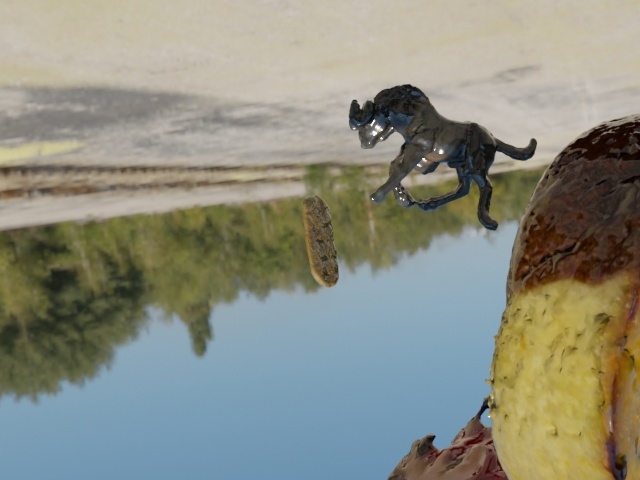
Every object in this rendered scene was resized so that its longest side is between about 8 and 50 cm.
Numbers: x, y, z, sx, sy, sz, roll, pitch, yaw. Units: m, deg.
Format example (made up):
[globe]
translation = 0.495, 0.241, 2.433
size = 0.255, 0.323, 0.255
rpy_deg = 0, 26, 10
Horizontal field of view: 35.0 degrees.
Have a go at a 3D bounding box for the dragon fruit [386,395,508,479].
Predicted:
[dragon fruit]
translation = 0.141, 0.324, 0.909
size = 0.386, 0.249, 0.371
rpy_deg = -34, -147, 30

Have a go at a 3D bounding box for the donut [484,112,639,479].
[donut]
translation = 0.129, 0.033, 0.389
size = 0.073, 0.184, 0.166
rpy_deg = 9, 180, 42

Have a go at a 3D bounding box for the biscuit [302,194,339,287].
[biscuit]
translation = 0.000, 0.000, 1.515
size = 0.018, 0.147, 0.071
rpy_deg = -21, 158, 32

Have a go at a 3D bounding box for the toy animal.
[toy animal]
translation = 0.141, -0.104, 1.217
size = 0.232, 0.148, 0.084
rpy_deg = 13, -172, 0
